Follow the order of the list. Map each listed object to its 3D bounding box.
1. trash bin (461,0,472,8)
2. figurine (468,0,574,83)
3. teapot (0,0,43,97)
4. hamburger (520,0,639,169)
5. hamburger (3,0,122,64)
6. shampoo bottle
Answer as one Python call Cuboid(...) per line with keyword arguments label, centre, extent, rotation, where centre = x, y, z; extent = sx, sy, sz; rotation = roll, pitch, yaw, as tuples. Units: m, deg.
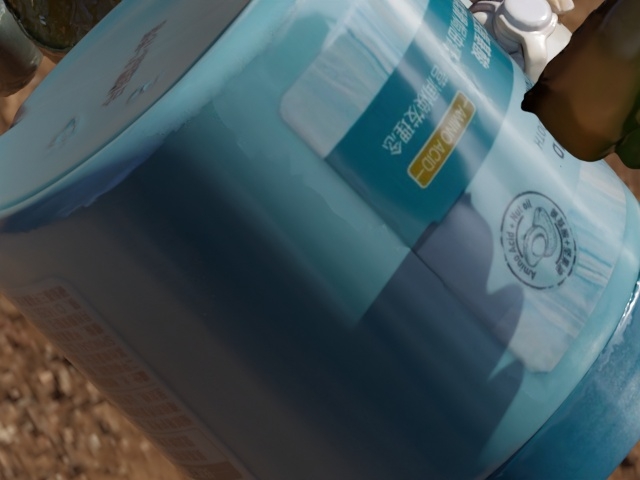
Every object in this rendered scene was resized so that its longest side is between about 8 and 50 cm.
Cuboid(label="trash bin", centre=(0.008, -0.310, 2.089), extent=(0.280, 0.280, 0.432), rotation=(-30, 77, -11))
Cuboid(label="figurine", centre=(0.136, -0.156, 1.513), extent=(0.141, 0.162, 0.236), rotation=(-7, 85, -13))
Cuboid(label="teapot", centre=(-0.328, -0.311, 2.065), extent=(0.305, 0.223, 0.285), rotation=(20, 71, 8))
Cuboid(label="hamburger", centre=(0.217, -0.104, 0.916), extent=(0.149, 0.237, 0.237), rotation=(37, 65, 3))
Cuboid(label="hamburger", centre=(-0.170, -0.235, 1.758), extent=(0.309, 0.211, 0.132), rotation=(-1, 5, 35))
Cuboid(label="shampoo bottle", centre=(0.000, 0.000, 1.189), extent=(0.331, 0.342, 0.331), rotation=(-38, 20, 17))
